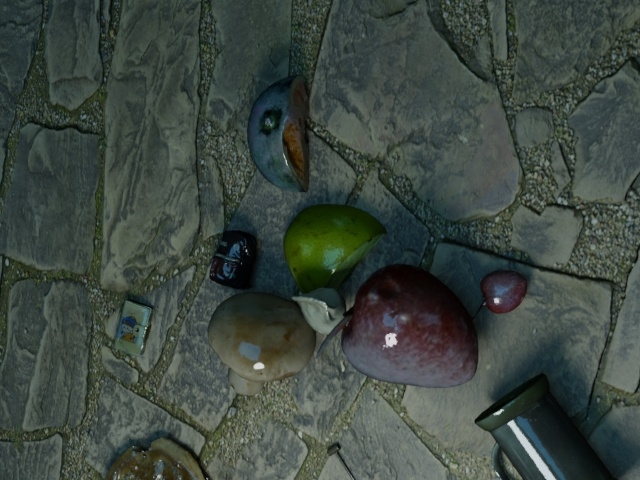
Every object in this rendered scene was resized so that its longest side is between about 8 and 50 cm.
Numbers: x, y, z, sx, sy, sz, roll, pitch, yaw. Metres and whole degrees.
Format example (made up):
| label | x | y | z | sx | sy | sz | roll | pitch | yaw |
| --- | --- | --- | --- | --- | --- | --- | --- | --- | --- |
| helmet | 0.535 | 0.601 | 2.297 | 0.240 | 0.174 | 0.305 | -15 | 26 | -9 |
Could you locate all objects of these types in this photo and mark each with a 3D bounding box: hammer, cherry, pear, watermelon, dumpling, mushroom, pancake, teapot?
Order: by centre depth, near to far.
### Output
| label | x | y | z | sx | sy | sz | roll | pitch | yaw |
| --- | --- | --- | --- | --- | --- | --- | --- | --- | --- |
| teapot | 0.519 | 0.517 | 1.633 | 0.337 | 0.200 | 0.270 | 55 | 130 | 14 |
| cherry | 0.204 | 0.223 | 1.710 | 0.326 | 0.334 | 0.292 | -30 | 31 | 51 |
| cherry | 0.411 | 0.142 | 1.747 | 0.225 | 0.090 | 0.107 | -27 | 93 | 26 |
| dumpling | -0.007 | 0.168 | 1.795 | 0.155 | 0.181 | 0.111 | 17 | 53 | 21 |
| mushroom | -0.162 | 0.296 | 1.868 | 0.292 | 0.292 | 0.290 | 26 | 120 | 20 |
| hammer | 0.062 | 0.601 | 1.884 | 0.035 | 0.019 | 0.110 | -37 | 80 | 15 |
| pear | -0.004 | 0.002 | 1.895 | 0.239 | 0.139 | 0.288 | 45 | 101 | 26 |
| watermelon | -0.137 | -0.295 | 1.935 | 0.188 | 0.175 | 0.322 | -5 | 83 | 20 |
| pancake | -0.481 | 0.765 | 2.049 | 0.382 | 0.071 | 0.383 | -1 | 86 | 20 |

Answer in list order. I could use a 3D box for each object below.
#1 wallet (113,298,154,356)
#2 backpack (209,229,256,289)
| label | x | y | z | sx | sy | sz | roll | pitch | yaw |
| --- | --- | --- | --- | --- | --- | --- | --- | --- | --- |
| wallet | -0.570 | 0.266 | 2.134 | 0.110 | 0.039 | 0.155 | 15 | 93 | 22 |
| backpack | -0.249 | 0.053 | 1.990 | 0.119 | 0.105 | 0.165 | 9 | 93 | 26 |
